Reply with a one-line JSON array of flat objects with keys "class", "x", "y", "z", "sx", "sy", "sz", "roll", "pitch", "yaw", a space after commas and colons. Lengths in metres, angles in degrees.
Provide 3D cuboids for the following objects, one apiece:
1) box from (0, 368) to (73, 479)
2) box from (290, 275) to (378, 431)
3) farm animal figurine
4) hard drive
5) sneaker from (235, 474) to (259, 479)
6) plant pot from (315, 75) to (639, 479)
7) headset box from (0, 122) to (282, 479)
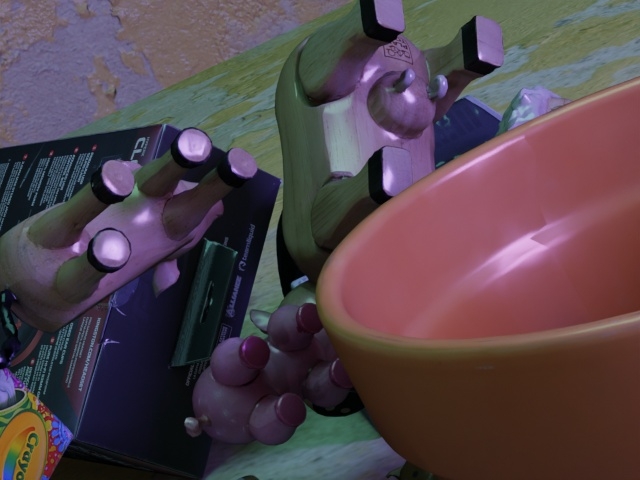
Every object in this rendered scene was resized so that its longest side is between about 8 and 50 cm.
[{"class": "box", "x": -0.319, "y": 0.131, "z": 0.728, "sx": 0.177, "sy": 0.279, "sz": 0.290, "roll": -9, "pitch": 41, "yaw": 37}, {"class": "box", "x": 0.068, "y": 0.048, "z": 0.996, "sx": 0.137, "sy": 0.072, "sz": 0.126, "roll": -25, "pitch": 24, "yaw": -10}, {"class": "farm animal figurine", "x": 0.000, "y": 0.000, "z": 0.837, "sx": 0.172, "sy": 0.330, "sz": 0.326, "roll": -33, "pitch": 35, "yaw": 51}, {"class": "hard drive", "x": 0.045, "y": -0.019, "z": 1.104, "sx": 0.172, "sy": 0.054, "sz": 0.254, "roll": -26, "pitch": -13, "yaw": -12}, {"class": "sneaker", "x": -0.064, "y": 0.190, "z": 0.672, "sx": 0.153, "sy": 0.099, "sz": 0.282, "roll": -20, "pitch": 8, "yaw": -11}, {"class": "plant pot", "x": 0.169, "y": 0.058, "z": 0.611, "sx": 0.291, "sy": 0.203, "sz": 0.291, "roll": -21, "pitch": 16, "yaw": 6}, {"class": "headset box", "x": -0.161, "y": 0.043, "z": 1.069, "sx": 0.293, "sy": 0.110, "sz": 0.218, "roll": -3, "pitch": 68, "yaw": 50}]
